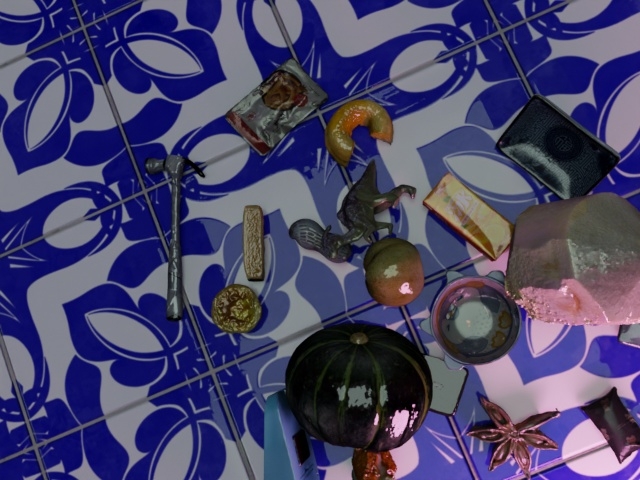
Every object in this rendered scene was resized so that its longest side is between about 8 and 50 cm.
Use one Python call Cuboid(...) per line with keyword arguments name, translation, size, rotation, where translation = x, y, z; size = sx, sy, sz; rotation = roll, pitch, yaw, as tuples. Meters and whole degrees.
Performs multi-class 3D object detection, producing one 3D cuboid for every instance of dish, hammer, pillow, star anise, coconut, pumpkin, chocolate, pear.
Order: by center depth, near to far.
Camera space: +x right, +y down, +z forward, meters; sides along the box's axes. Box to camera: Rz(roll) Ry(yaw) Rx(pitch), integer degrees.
Cuboid(name="coconut", translation=(0.562, 0.049, 1.380), size=(0.297, 0.309, 0.298), rotation=(3, 82, -25))
Cuboid(name="pumpkin", translation=(0.082, 0.314, 1.438), size=(0.322, 0.323, 0.242), rotation=(10, 106, 9))
Cuboid(name="pillow", translation=(0.670, 0.417, 1.483), size=(0.090, 0.048, 0.150), rotation=(-32, 76, -6))
Cuboid(name="star anise", translation=(0.436, 0.452, 1.505), size=(0.207, 0.063, 0.172), rotation=(8, 88, 5))
Cuboid(name="pear", translation=(0.168, 0.072, 1.533), size=(0.136, 0.167, 0.167), rotation=(-4, 82, -1))
Cuboid(name="dish", translation=(0.351, 0.176, 1.535), size=(0.236, 0.086, 0.228), rotation=(-39, 79, 2))
Cuboid(name="dish", translation=(0.562, -0.223, 1.543), size=(0.243, 0.182, 0.080), rotation=(40, 51, 9))
Cuboid(name="chocolate", translation=(0.000, 0.000, 1.609), size=(0.166, 0.072, 0.072), rotation=(28, 87, 11))
Cuboid(name="hammer", translation=(-0.379, -0.009, 1.678), size=(0.152, 0.044, 0.428), rotation=(1, 84, 7))

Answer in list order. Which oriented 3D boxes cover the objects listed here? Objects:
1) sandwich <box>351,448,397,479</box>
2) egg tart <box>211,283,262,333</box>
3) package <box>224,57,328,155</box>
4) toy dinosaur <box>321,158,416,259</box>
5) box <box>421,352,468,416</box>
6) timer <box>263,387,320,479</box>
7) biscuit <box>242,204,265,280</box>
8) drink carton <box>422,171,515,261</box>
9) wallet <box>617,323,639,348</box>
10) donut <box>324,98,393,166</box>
Cuboid(name="sandwich", translation=(0.125, 0.505, 1.476), size=(0.109, 0.185, 0.160), rotation=(5, 87, 0))
Cuboid(name="egg tart", translation=(-0.207, 0.173, 1.625), size=(0.130, 0.052, 0.131), rotation=(-1, 82, 6))
Cuboid(name="package", translation=(-0.111, -0.343, 1.687), size=(0.239, 0.030, 0.154), rotation=(-42, 82, 0))
Cuboid(name="toy dinosaur", translation=(0.110, -0.073, 1.566), size=(0.162, 0.077, 0.294), rotation=(13, 50, 30))
Cuboid(name="box", translation=(0.275, 0.342, 1.556), size=(0.126, 0.027, 0.125), rotation=(19, 88, 8))
Cuboid(name="timer", translation=(-0.081, 0.464, 1.484), size=(0.091, 0.232, 0.250), rotation=(-13, 81, 9))
Cuboid(name="biscuit", translation=(-0.163, 0.008, 1.638), size=(0.052, 0.056, 0.188), rotation=(-2, 84, 9))
Cuboid(name="drink carton", translation=(0.358, -0.055, 1.570), size=(0.223, 0.071, 0.096), rotation=(42, 91, 10))
Cuboid(name="wallet", translation=(0.832, 0.125, 1.496), size=(0.251, 0.054, 0.291), rotation=(16, 90, 13))
Cuboid(name="donut", translation=(0.090, -0.280, 1.632), size=(0.181, 0.078, 0.146), rotation=(-27, 83, 2))
